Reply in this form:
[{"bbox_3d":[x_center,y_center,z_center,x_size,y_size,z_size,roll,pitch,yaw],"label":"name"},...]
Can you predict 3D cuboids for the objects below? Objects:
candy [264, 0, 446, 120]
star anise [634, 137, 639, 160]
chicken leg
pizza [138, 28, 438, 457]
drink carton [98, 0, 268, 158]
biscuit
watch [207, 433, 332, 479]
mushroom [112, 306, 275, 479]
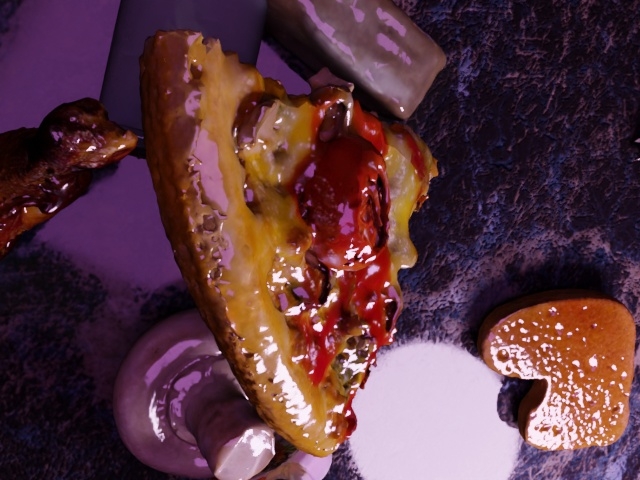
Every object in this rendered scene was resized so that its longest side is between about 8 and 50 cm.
[{"bbox_3d":[0.034,-0.242,0.597,0.234,0.102,0.104,35,90,-22],"label":"candy"},{"bbox_3d":[0.531,-0.130,0.785,0.124,0.056,0.129,19,95,-19],"label":"star anise"},{"bbox_3d":[-0.280,-0.038,0.451,0.406,0.158,0.096,-22,125,35],"label":"chicken leg"},{"bbox_3d":[0.036,-0.031,0.529,0.406,0.130,0.440,-44,130,-39],"label":"pizza"},{"bbox_3d":[-0.137,-0.168,0.525,0.185,0.191,0.190,17,89,-17],"label":"drink carton"},{"bbox_3d":[0.370,0.211,0.813,0.262,0.052,0.277,-9,104,-10],"label":"biscuit"},{"bbox_3d":[-0.044,0.378,0.625,0.196,0.244,0.232,-22,100,-11],"label":"watch"},{"bbox_3d":[-0.136,0.194,0.593,0.206,0.209,0.207,-3,127,-4],"label":"mushroom"}]
